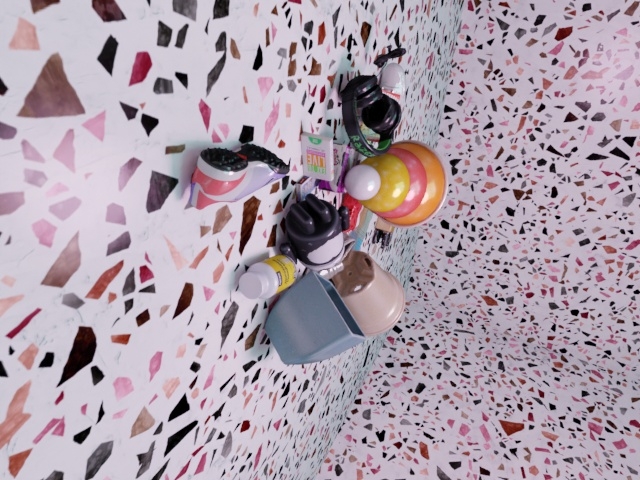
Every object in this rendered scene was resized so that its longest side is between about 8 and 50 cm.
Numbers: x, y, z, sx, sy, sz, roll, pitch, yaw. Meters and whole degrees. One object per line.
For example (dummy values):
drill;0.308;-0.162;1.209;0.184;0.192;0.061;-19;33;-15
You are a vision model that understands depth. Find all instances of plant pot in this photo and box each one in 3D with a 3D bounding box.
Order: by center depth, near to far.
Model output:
plant pot;-0.035;0.284;1.459;0.252;0.247;0.248;-34;158;5
plant pot;0.170;0.207;1.897;0.333;0.334;0.305;-65;147;-20

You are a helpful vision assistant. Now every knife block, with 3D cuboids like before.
knife block;0.356;-0.098;2.390;0.242;0.088;0.275;-58;156;-35

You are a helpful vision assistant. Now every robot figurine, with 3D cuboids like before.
robot figurine;-0.013;-0.019;1.384;0.278;0.209;0.173;76;15;-54

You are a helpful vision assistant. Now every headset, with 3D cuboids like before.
headset;0.193;-0.470;1.461;0.243;0.185;0.393;33;57;-43

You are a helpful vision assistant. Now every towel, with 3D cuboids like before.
towel;0.184;-0.079;2.038;0.369;0.040;0.271;-70;160;-7

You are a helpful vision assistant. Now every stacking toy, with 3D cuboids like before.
stacking toy;0.225;-0.213;1.585;0.480;0.351;0.350;-5;112;-55

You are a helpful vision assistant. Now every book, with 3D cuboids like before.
book;-0.007;-0.253;1.326;0.035;0.097;0.144;-55;153;-38

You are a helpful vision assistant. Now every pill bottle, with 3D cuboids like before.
pill bottle;-0.149;0.106;1.243;0.184;0.103;0.103;-24;129;-64

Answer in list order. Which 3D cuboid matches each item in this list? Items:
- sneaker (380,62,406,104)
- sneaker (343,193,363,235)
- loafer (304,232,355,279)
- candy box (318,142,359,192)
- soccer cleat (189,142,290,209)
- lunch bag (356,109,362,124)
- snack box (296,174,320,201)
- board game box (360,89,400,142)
sneaker;0.265;-0.550;1.768;0.169;0.108;0.292;-53;153;-49
sneaker;0.115;-0.099;1.780;0.221;0.087;0.128;84;29;-44
loafer;0.033;0.091;1.680;0.319;0.112;0.112;-60;156;-30
candy box;0.067;-0.246;1.510;0.233;0.071;0.159;-27;130;-74
soccer cleat;-0.179;-0.146;0.997;0.116;0.109;0.318;-58;168;23
lunch bag;0.132;-0.456;1.583;0.083;0.053;0.071;-44;145;-36
snack box;-0.028;-0.195;1.426;0.178;0.022;0.064;-50;152;-46
board game box;0.216;-0.477;1.680;0.147;0.045;0.193;2;107;-30
